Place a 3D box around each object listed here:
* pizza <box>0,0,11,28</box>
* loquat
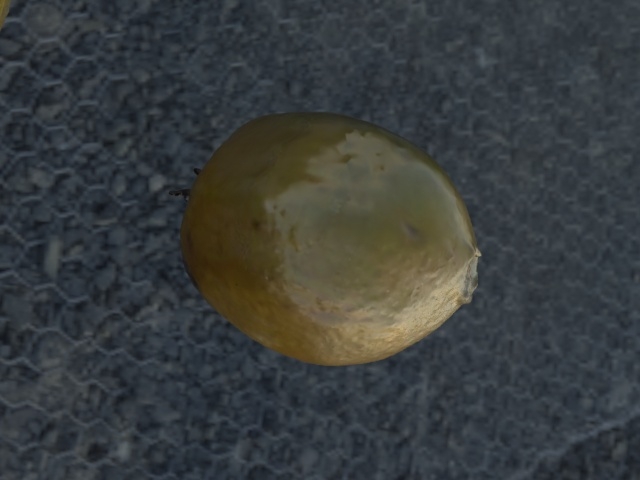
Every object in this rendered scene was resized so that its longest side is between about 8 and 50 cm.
[{"bbox_3d":[-0.312,-0.120,0.839,0.074,0.365,0.182,-24,89,-57],"label":"pizza"},{"bbox_3d":[0.000,0.000,0.949,0.187,0.234,0.176,96,13,-54],"label":"loquat"}]
